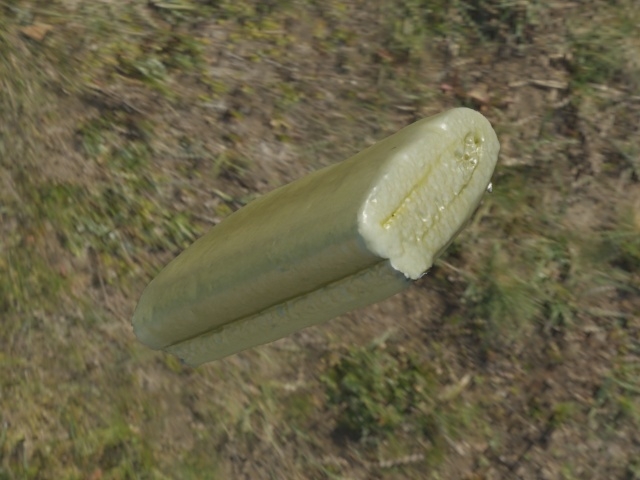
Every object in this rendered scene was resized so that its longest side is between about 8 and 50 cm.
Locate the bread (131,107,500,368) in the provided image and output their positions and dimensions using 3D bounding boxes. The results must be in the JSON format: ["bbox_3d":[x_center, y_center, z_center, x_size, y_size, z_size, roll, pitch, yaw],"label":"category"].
[{"bbox_3d":[0.000,0.001,0.722,0.060,0.178,0.139,57,44,-10],"label":"bread"}]
